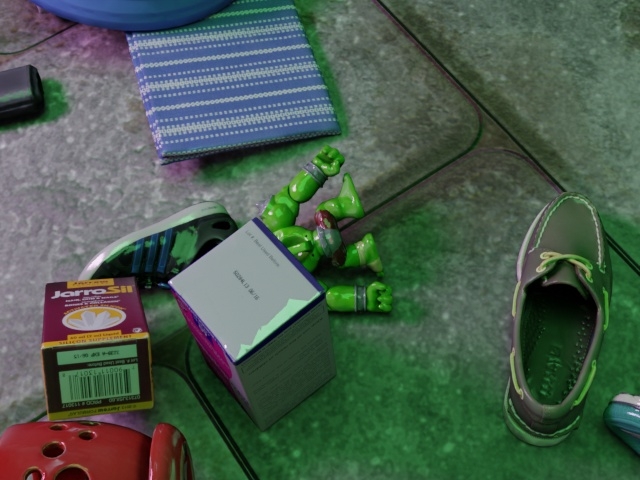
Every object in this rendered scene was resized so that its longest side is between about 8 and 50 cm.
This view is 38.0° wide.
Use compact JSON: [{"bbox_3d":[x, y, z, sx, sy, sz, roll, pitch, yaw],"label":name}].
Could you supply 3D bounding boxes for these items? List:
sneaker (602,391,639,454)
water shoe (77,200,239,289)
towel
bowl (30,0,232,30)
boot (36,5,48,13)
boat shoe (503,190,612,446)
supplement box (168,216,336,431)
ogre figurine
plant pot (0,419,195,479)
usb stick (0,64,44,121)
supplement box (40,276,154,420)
[{"bbox_3d":[0.377,0.262,0.906,0.110,0.107,0.275,-39,65,-6],"label":"sneaker"},{"bbox_3d":[-0.187,0.027,1.088,0.203,0.073,0.080,-31,66,-12],"label":"water shoe"},{"bbox_3d":[-0.135,-0.255,1.249,0.243,0.040,0.335,-12,62,-14],"label":"towel"},{"bbox_3d":[-0.264,-0.460,1.277,0.391,0.077,0.391,5,60,-8],"label":"bowl"},{"bbox_3d":[-0.395,-0.439,1.343,0.123,0.095,0.258,-20,63,-14],"label":"boot"},{"bbox_3d":[0.266,0.069,1.021,0.109,0.091,0.304,11,63,10],"label":"boat shoe"},{"bbox_3d":[-0.062,0.094,0.959,0.114,0.220,0.111,-38,65,-14],"label":"supplement box"},{"bbox_3d":[0.000,0.000,1.071,0.118,0.097,0.197,-19,106,-1],"label":"ogre figurine"},{"bbox_3d":[-0.211,0.266,0.894,0.174,0.191,0.191,-4,61,-1],"label":"plant pot"},{"bbox_3d":[-0.506,-0.174,1.236,0.278,0.045,0.077,-14,62,-3],"label":"usb stick"},{"bbox_3d":[-0.236,0.107,0.975,0.104,0.080,0.188,-4,17,-14],"label":"supplement box"}]
